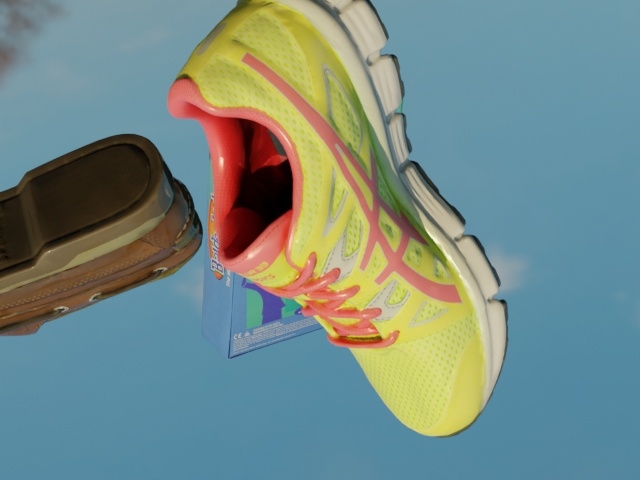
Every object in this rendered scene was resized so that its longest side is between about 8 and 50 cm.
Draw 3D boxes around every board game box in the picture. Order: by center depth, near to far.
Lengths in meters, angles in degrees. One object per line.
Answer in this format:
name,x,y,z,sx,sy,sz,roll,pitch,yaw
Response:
board game box,-0.016,-0.020,1.411,0.160,0.210,0.047,-15,-143,-31

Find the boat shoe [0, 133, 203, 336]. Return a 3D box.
boat shoe,-0.232,0.028,1.219,0.307,0.104,0.110,-15,-127,11

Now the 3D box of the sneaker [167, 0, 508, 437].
sneaker,0.000,0.000,0.682,0.081,0.208,0.094,-3,-150,49
